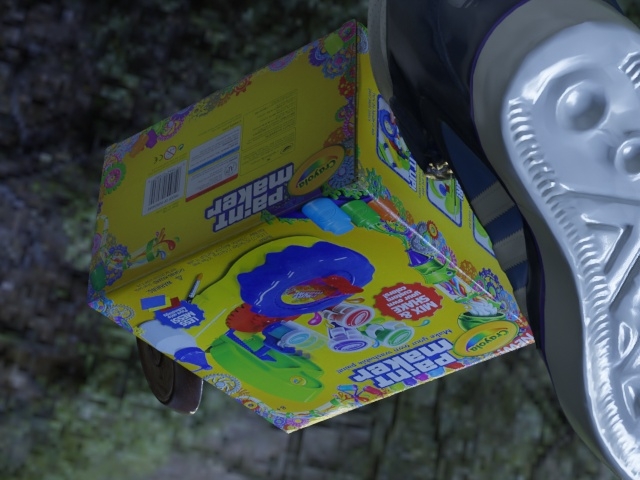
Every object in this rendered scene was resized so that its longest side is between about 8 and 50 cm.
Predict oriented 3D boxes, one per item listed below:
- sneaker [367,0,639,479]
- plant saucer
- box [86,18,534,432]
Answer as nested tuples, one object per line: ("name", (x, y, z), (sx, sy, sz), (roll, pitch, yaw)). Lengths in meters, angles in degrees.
("sneaker", (0.130, -0.035, 0.902), (0.130, 0.236, 0.323), (-29, 123, -2))
("plant saucer", (-0.175, 0.117, 1.860), (0.029, 0.168, 0.168), (-9, 167, -24))
("box", (0.000, 0.000, 1.459), (0.290, 0.177, 0.279), (-24, 137, 31))
